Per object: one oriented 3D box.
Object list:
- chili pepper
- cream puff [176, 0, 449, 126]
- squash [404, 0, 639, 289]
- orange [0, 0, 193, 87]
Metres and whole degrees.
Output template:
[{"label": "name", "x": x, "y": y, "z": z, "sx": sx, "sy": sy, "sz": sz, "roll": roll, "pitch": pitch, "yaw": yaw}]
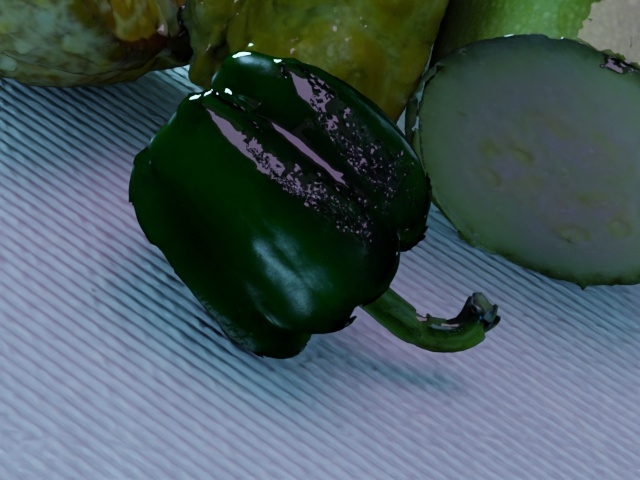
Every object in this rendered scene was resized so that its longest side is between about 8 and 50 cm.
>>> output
[{"label": "chili pepper", "x": 0.000, "y": 0.000, "z": 1.250, "sx": 0.261, "sy": 0.174, "sz": 0.165, "roll": 44, "pitch": 30, "yaw": -5}, {"label": "cream puff", "x": -0.012, "y": -0.167, "z": 1.412, "sx": 0.185, "sy": 0.282, "sz": 0.282, "roll": 24, "pitch": 31, "yaw": -9}, {"label": "squash", "x": 0.236, "y": -0.184, "z": 1.484, "sx": 0.263, "sy": 0.263, "sz": 0.384, "roll": 22, "pitch": 53, "yaw": 2}, {"label": "orange", "x": -0.209, "y": -0.246, "z": 1.427, "sx": 0.210, "sy": 0.271, "sz": 0.368, "roll": -12, "pitch": 5, "yaw": 22}]
